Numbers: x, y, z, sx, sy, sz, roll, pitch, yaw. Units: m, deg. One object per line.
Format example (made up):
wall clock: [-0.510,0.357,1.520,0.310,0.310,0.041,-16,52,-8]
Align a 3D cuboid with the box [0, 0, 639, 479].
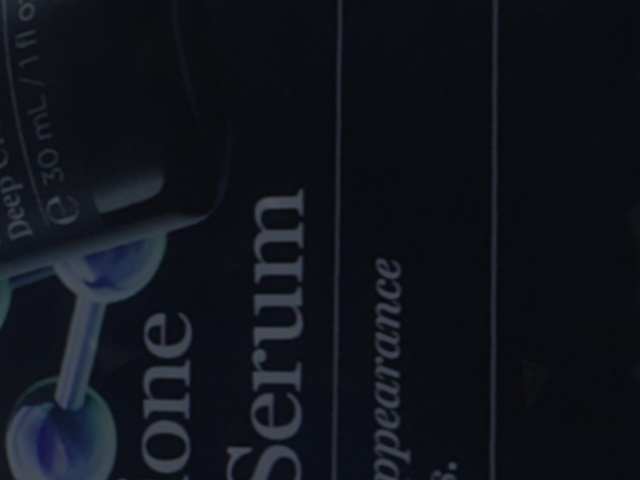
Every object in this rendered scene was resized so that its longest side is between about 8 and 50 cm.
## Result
box: [-0.059,0.073,0.565,0.396,0.293,0.212,-1,-4,25]
